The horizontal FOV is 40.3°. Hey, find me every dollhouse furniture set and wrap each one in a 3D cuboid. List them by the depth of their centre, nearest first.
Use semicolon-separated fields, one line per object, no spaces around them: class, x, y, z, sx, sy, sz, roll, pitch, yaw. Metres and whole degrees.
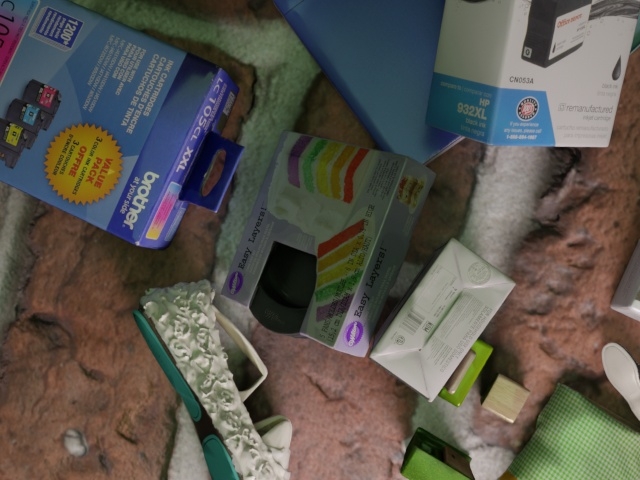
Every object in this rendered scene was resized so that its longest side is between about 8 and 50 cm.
dollhouse furniture set;0.282;0.281;1.135;0.302;0.151;0.197;30;90;6

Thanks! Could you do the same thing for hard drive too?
hard drive;0.109;-0.274;1.234;0.210;0.040;0.318;-36;84;3

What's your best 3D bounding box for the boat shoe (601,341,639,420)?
boat shoe;0.428;0.191;1.182;0.125;0.038;0.046;57;135;11

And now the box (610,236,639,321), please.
box;0.508;0.045;1.141;0.181;0.119;0.181;24;90;6

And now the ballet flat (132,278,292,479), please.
ballet flat;-0.116;0.233;1.193;0.147;0.147;0.408;-27;85;4

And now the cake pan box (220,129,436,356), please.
cake pan box;0.000;0.000;1.153;0.246;0.070;0.266;21;89;47

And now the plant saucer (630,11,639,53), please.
plant saucer;0.447;-0.317;1.215;0.192;0.018;0.067;-42;84;3

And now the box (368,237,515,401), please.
box;0.143;0.092;1.089;0.087;0.290;0.169;35;89;5

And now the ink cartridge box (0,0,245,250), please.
ink cartridge box;-0.295;-0.160;1.217;0.396;0.151;0.269;24;90;5

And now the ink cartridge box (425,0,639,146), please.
ink cartridge box;0.275;-0.278;1.081;0.223;0.129;0.307;-3;110;-32
